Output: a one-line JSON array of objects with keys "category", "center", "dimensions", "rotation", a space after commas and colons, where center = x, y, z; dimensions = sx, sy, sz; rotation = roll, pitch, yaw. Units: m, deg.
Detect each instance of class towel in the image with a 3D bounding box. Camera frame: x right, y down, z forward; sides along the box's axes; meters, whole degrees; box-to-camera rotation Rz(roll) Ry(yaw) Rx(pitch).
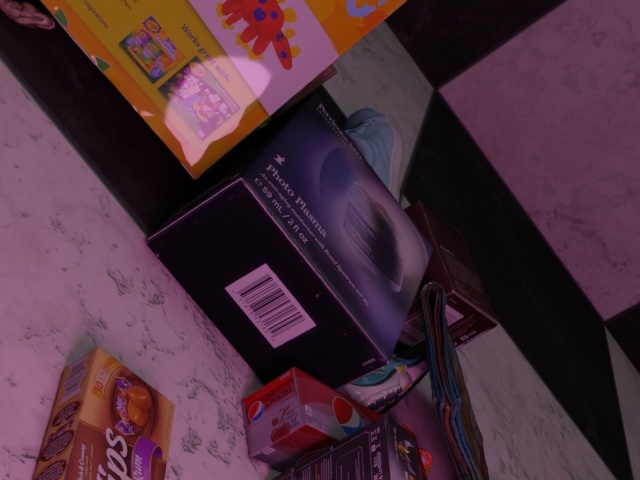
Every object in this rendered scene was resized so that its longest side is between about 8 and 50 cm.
[{"category": "towel", "center": [0.222, 0.279, 1.479], "dimensions": [0.271, 0.040, 0.370], "rotation": [-89, 162, -53]}]

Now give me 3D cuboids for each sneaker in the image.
[{"category": "sneaker", "center": [0.086, 0.191, 1.415], "dimensions": [0.110, 0.107, 0.275], "rotation": [48, 17, 15]}, {"category": "sneaker", "center": [0.072, -0.177, 1.840], "dimensions": [0.150, 0.135, 0.366], "rotation": [47, 23, -30]}]

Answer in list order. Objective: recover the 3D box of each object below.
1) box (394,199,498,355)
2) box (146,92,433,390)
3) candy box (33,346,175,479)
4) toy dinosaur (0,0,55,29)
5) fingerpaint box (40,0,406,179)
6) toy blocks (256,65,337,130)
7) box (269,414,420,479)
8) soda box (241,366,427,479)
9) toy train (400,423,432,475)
[{"category": "box", "center": [0.174, 0.078, 1.652], "dimensions": [0.167, 0.168, 0.203], "rotation": [33, 32, -45]}, {"category": "box", "center": [-0.023, 0.005, 1.269], "dimensions": [0.296, 0.183, 0.294], "rotation": [52, 31, -13]}, {"category": "candy box", "center": [-0.196, 0.200, 0.866], "dimensions": [0.109, 0.053, 0.186], "rotation": [45, 23, -28]}, {"category": "toy dinosaur", "center": [-0.427, -0.345, 1.122], "dimensions": [0.268, 0.064, 0.118], "rotation": [53, 6, -11]}, {"category": "fingerpaint box", "center": [-0.173, -0.371, 1.241], "dimensions": [0.445, 0.371, 0.163], "rotation": [49, 0, -15]}, {"category": "toy blocks", "center": [-0.062, -0.339, 1.610], "dimensions": [0.190, 0.261, 0.381], "rotation": [62, 23, 12]}, {"category": "box", "center": [0.020, 0.316, 0.983], "dimensions": [0.056, 0.183, 0.231], "rotation": [44, 25, -27]}, {"category": "soda box", "center": [0.024, 0.255, 1.194], "dimensions": [0.263, 0.092, 0.083], "rotation": [36, 29, -42]}, {"category": "toy train", "center": [0.133, 0.332, 1.379], "dimensions": [0.166, 0.046, 0.125], "rotation": [49, 22, -18]}]
